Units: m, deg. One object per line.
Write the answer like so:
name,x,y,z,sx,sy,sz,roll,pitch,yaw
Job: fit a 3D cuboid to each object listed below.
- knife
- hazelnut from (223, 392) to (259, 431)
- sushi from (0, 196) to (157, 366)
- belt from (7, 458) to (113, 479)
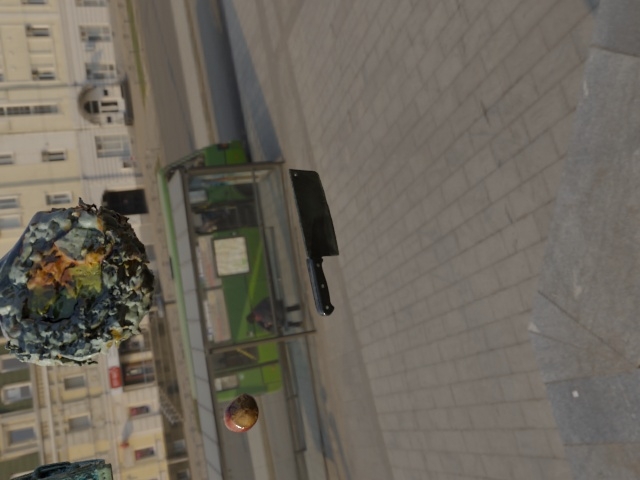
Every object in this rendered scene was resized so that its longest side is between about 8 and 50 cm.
knife,0.000,0.000,0.972,0.019,0.072,0.245,-27,69,48
hazelnut,-0.175,0.387,1.354,0.086,0.086,0.086,173,90,-71
sushi,-0.574,0.107,1.424,0.176,0.417,0.417,50,-157,-67
belt,-0.408,0.382,0.927,0.147,0.163,0.082,-24,75,58
